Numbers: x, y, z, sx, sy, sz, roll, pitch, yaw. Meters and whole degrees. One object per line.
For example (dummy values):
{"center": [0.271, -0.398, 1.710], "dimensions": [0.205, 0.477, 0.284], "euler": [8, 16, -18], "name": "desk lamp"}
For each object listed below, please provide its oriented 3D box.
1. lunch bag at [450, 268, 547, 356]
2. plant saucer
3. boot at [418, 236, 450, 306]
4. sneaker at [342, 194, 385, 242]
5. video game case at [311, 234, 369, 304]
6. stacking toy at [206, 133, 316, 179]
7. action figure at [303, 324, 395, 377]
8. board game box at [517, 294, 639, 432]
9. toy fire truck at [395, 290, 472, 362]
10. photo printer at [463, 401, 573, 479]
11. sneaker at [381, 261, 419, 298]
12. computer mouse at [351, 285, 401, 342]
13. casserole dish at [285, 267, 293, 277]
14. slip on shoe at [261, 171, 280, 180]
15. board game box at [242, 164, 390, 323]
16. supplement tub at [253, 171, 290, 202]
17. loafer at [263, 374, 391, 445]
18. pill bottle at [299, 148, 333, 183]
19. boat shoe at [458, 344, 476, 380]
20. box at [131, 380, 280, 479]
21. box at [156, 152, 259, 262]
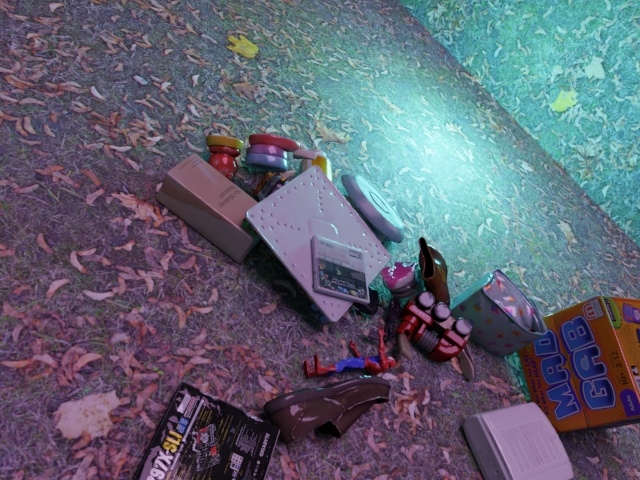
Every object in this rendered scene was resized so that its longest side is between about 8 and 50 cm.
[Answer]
{"center": [0.597, 0.259, 1.827], "dimensions": [0.262, 0.223, 0.160], "euler": [43, 49, 5], "name": "lunch bag"}
{"center": [0.196, -0.124, 1.928], "dimensions": [0.317, 0.043, 0.318], "euler": [42, 20, -19], "name": "plant saucer"}
{"center": [0.355, 0.072, 1.819], "dimensions": [0.280, 0.096, 0.264], "euler": [53, 32, -52], "name": "boot"}
{"center": [0.126, -0.069, 1.895], "dimensions": [0.228, 0.087, 0.092], "euler": [41, 41, 5], "name": "sneaker"}
{"center": [0.058, 0.086, 1.569], "dimensions": [0.190, 0.022, 0.173], "euler": [19, 52, -33], "name": "video game case"}
{"center": [-0.188, -0.241, 1.730], "dimensions": [0.279, 0.308, 0.131], "euler": [10, 86, -53], "name": "stacking toy"}
{"center": [0.091, 0.311, 1.524], "dimensions": [0.280, 0.091, 0.139], "euler": [8, 62, -29], "name": "action figure"}
{"center": [0.923, 0.414, 1.774], "dimensions": [0.356, 0.356, 0.357], "euler": [8, 61, -30], "name": "board game box"}
{"center": [0.328, 0.304, 1.682], "dimensions": [0.217, 0.158, 0.246], "euler": [37, 61, 7], "name": "toy fire truck"}
{"center": [0.591, 0.614, 1.597], "dimensions": [0.307, 0.107, 0.256], "euler": [1, 54, -35], "name": "photo printer"}
{"center": [0.265, 0.136, 1.749], "dimensions": [0.252, 0.102, 0.111], "euler": [-13, 102, -65], "name": "sneaker"}
{"center": [0.126, 0.211, 1.675], "dimensions": [0.262, 0.060, 0.184], "euler": [31, 46, -16], "name": "computer mouse"}
{"center": [-0.053, 0.062, 1.691], "dimensions": [0.114, 0.037, 0.188], "euler": [27, 42, -12], "name": "casserole dish"}
{"center": [-0.161, -0.230, 1.870], "dimensions": [0.051, 0.041, 0.135], "euler": [34, 42, -5], "name": "slip on shoe"}
{"center": [0.000, 0.000, 1.628], "dimensions": [0.390, 0.050, 0.390], "euler": [51, 42, -3], "name": "board game box"}
{"center": [-0.116, -0.129, 1.756], "dimensions": [0.190, 0.117, 0.117], "euler": [37, 42, -1], "name": "supplement tub"}
{"center": [0.030, 0.432, 1.371], "dimensions": [0.365, 0.134, 0.130], "euler": [-3, 67, -32], "name": "loafer"}
{"center": [-0.016, -0.221, 1.906], "dimensions": [0.117, 0.117, 0.215], "euler": [18, 46, -22], "name": "pill bottle"}
{"center": [0.476, 0.389, 1.764], "dimensions": [0.043, 0.049, 0.137], "euler": [11, 44, -30], "name": "boat shoe"}
{"center": [-0.250, 0.495, 1.141], "dimensions": [0.257, 0.079, 0.322], "euler": [28, 43, -9], "name": "box"}
{"center": [-0.304, -0.095, 1.591], "dimensions": [0.311, 0.121, 0.148], "euler": [37, 42, -1], "name": "box"}
